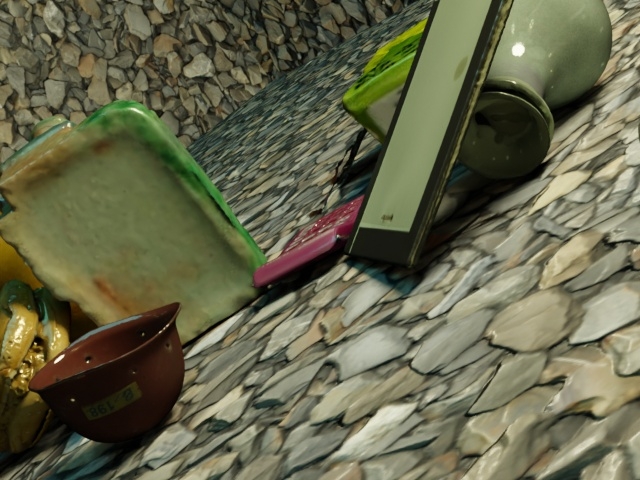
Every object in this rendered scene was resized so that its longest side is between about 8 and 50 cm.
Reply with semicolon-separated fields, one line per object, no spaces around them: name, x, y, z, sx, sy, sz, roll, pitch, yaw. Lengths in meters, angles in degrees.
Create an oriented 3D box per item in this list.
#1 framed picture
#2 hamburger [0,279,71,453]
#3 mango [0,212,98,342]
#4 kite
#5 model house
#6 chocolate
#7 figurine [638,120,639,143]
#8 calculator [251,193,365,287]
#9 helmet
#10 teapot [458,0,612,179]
framed picture;0.114;-0.139;1.215;0.265;0.016;0.347;-174;105;-77
hamburger;-0.379;0.157;1.461;0.214;0.108;0.214;-166;90;-69
mango;-0.373;0.009;1.856;0.221;0.264;0.378;8;33;30
kite;0.041;-0.116;1.692;0.141;0.015;0.245;-65;-5;37
model house;-0.244;-0.033;1.515;0.245;0.312;0.280;-37;17;4
chocolate;0.202;-0.246;1.592;0.301;0.137;0.289;-29;14;20
figurine;0.311;-0.283;0.868;0.361;0.378;0.266;-41;13;-35
calculator;0.000;0.000;1.425;0.126;0.034;0.190;-30;7;26
helmet;-0.195;0.143;1.205;0.175;0.106;0.155;-32;14;-6
teapot;0.212;-0.180;1.261;0.183;0.183;0.251;-26;27;36
